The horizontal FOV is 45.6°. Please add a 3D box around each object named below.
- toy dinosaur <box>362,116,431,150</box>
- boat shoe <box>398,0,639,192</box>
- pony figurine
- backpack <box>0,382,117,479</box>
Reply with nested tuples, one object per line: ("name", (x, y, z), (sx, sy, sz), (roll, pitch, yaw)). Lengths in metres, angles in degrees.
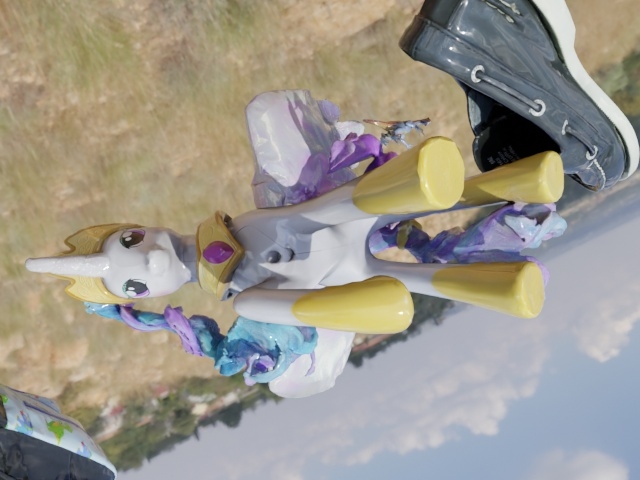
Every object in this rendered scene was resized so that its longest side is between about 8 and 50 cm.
("toy dinosaur", (0.115, -0.158, 1.040), (0.047, 0.090, 0.082), (-27, -162, 47))
("boat shoe", (0.169, -0.106, 0.640), (0.113, 0.127, 0.340), (-52, 144, 3))
("pony figurine", (0.000, 0.000, 0.622), (0.364, 0.302, 0.351), (-5, 180, 36))
("backpack", (-0.450, 0.334, 1.064), (0.290, 0.273, 0.355), (-55, 136, -4))
